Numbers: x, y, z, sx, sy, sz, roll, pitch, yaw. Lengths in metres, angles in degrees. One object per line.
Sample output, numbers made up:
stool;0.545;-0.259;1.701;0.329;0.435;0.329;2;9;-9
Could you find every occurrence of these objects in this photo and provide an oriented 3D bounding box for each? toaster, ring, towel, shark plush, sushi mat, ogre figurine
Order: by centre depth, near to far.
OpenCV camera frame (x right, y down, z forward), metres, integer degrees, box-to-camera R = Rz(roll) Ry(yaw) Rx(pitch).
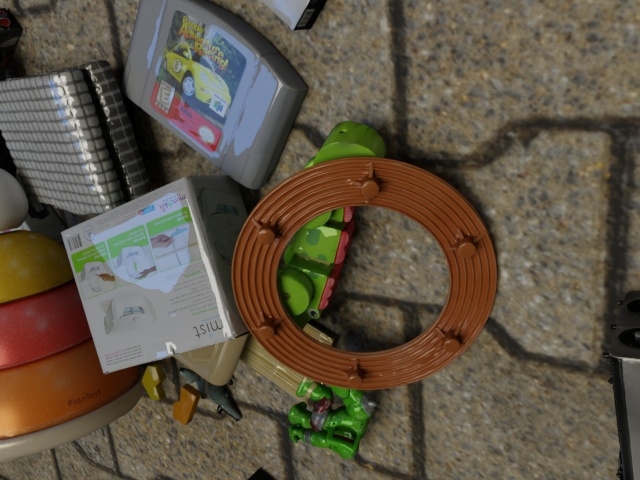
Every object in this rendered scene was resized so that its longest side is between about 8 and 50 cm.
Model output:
toaster;0.358;0.160;0.623;0.110;0.168;0.186;-3;106;34
ring;0.053;0.059;0.779;0.336;0.032;0.336;2;117;4
ogre figurine;0.016;0.260;0.927;0.118;0.097;0.197;27;110;17
sushi mat;-0.118;0.142;1.026;0.316;0.019;0.151;29;120;21
towel;-0.412;-0.167;1.029;0.283;0.121;0.235;7;120;42
shark plush;-0.186;0.255;1.092;0.067;0.073;0.161;-23;92;17

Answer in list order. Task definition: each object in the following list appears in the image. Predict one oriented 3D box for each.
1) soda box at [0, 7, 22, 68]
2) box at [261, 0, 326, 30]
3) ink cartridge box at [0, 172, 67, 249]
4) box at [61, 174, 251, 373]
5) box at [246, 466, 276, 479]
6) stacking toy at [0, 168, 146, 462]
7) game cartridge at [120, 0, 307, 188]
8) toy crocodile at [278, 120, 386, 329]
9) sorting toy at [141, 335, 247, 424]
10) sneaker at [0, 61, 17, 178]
soda box;-0.613;-0.346;1.139;0.053;0.060;0.169;52;128;3
box;-0.021;-0.397;0.737;0.159;0.044;0.233;45;126;11
ink cartridge box;-0.595;-0.029;1.242;0.175;0.072;0.127;52;127;6
box;-0.227;0.053;0.920;0.262;0.127;0.231;-20;88;27
box;-0.101;0.533;1.130;0.147;0.077;0.180;34;124;19
stacking toy;-0.524;0.103;1.096;0.350;0.350;0.480;-4;100;35
game cartridge;-0.163;-0.232;0.893;0.294;0.060;0.196;37;120;17
toy crocodile;0.000;0.000;0.833;0.105;0.115;0.340;18;119;7
sorting toy;-0.228;0.140;1.036;0.229;0.041;0.307;28;108;17
sneaker;-0.640;-0.187;1.126;0.131;0.112;0.319;12;105;21
